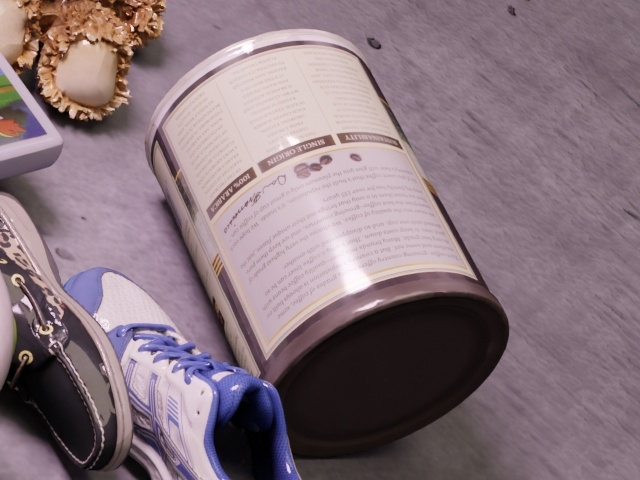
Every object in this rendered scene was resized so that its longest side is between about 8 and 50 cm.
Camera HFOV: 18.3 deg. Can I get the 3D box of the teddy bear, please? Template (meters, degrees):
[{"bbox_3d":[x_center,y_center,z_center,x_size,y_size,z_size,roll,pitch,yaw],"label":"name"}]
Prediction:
[{"bbox_3d":[-0.241,-0.241,1.726,0.245,0.113,0.338,3,55,-30],"label":"teddy bear"}]

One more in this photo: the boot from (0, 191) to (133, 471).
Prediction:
[{"bbox_3d":[-0.248,0.073,1.366,0.178,0.085,0.236,-9,56,-41],"label":"boot"}]

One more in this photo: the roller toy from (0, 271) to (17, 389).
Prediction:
[{"bbox_3d":[-0.289,0.065,1.202,0.191,0.146,0.209,28,52,-9],"label":"roller toy"}]

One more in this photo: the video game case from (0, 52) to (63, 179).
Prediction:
[{"bbox_3d":[-0.399,-0.137,1.470,0.329,0.036,0.300,-18,62,-42],"label":"video game case"}]

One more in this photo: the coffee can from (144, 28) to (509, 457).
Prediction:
[{"bbox_3d":[0.000,0.000,1.558,0.201,0.201,0.275,5,46,-38],"label":"coffee can"}]

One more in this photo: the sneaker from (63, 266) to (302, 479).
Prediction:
[{"bbox_3d":[-0.084,0.116,1.415,0.112,0.131,0.296,-8,54,-44],"label":"sneaker"}]
